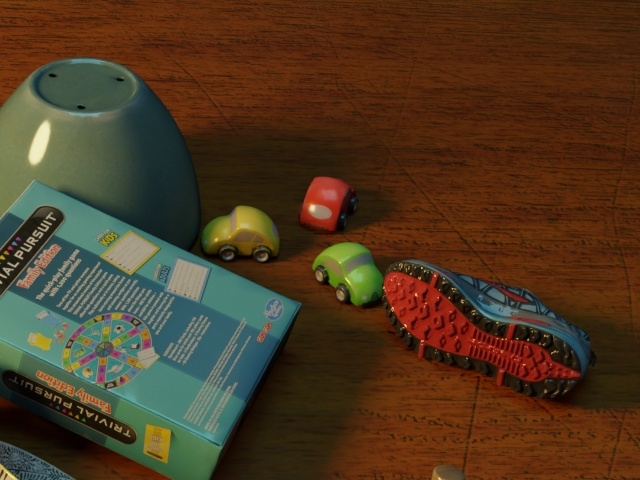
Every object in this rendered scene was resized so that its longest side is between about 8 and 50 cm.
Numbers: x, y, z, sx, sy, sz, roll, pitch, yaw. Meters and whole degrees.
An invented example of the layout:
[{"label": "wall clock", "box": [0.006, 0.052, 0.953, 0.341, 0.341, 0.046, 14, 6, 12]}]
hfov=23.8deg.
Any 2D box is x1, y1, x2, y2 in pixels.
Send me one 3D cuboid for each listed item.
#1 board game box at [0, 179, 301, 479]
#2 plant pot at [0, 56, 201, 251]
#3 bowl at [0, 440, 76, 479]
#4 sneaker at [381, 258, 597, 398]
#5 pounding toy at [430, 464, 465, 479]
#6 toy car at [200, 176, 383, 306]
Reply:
[{"label": "board game box", "box": [-0.220, 0.094, 1.617, 0.336, 0.079, 0.254, 25, 37, 4]}, {"label": "plant pot", "box": [-0.286, -0.106, 1.839, 0.290, 0.195, 0.290, 5, 35, -3]}, {"label": "bowl", "box": [-0.261, 0.264, 1.407, 0.170, 0.080, 0.170, 33, -2, 1]}, {"label": "sneaker", "box": [0.193, 0.098, 1.745, 0.262, 0.104, 0.125, 28, 23, 21]}, {"label": "pounding toy", "box": [0.092, 0.302, 1.434, 0.181, 0.094, 0.206, 15, 27, 19]}, {"label": "toy car", "box": [0.000, 0.000, 1.859, 0.239, 0.053, 0.225, -21, 44, -33]}]
